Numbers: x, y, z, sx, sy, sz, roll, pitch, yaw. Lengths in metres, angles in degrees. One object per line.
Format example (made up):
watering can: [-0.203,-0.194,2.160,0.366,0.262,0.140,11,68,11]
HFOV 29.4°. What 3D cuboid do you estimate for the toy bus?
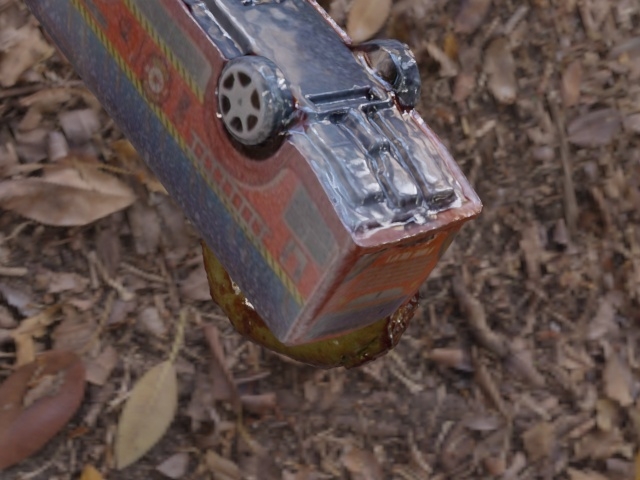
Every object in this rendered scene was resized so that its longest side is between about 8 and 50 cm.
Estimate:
toy bus: [-0.033,-0.056,0.391,0.065,0.077,0.192,-14,55,-42]

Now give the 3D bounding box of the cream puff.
cream puff: [0.000,0.000,0.708,0.084,0.149,0.149,-33,104,-53]
